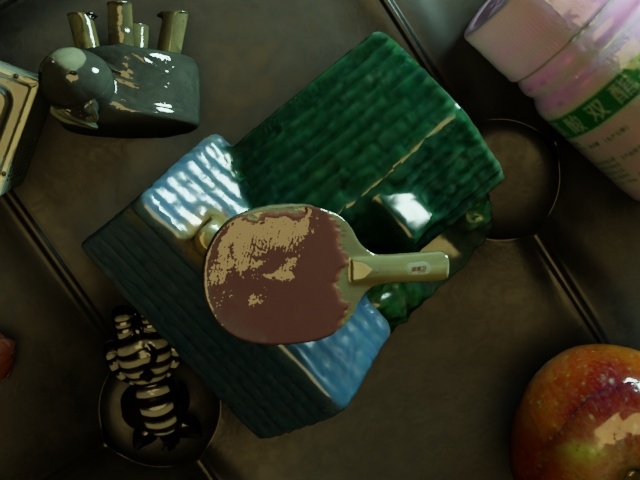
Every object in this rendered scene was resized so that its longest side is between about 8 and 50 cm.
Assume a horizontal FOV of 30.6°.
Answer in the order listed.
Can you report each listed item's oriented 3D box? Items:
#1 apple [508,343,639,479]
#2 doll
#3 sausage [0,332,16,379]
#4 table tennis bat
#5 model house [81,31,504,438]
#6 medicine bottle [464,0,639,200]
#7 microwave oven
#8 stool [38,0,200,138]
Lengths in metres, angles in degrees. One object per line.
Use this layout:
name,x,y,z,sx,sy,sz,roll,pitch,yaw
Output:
apple,0.353,0.251,1.373,0.271,0.206,0.252,18,106,-3
doll,-0.199,0.161,1.369,0.091,0.067,0.219,-13,124,-8
sausage,-0.424,0.143,1.365,0.141,0.076,0.076,-11,97,-6
table tennis bat,0.006,0.029,1.087,0.234,0.022,0.131,-4,96,-14
model house,0.000,0.000,1.246,0.382,0.342,0.335,-42,97,1
medicine bottle,0.346,-0.195,1.315,0.325,0.212,0.212,42,92,-8
microwave oven,-0.431,-0.152,1.272,0.240,0.194,0.145,21,98,-8
stool,-0.212,-0.185,1.272,0.153,0.228,0.139,-1,88,2
